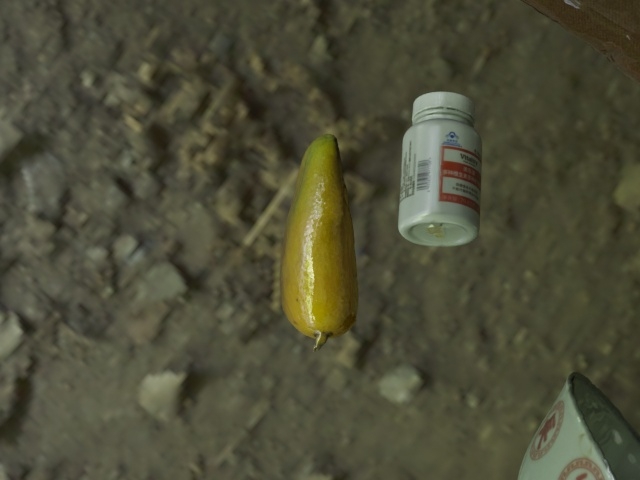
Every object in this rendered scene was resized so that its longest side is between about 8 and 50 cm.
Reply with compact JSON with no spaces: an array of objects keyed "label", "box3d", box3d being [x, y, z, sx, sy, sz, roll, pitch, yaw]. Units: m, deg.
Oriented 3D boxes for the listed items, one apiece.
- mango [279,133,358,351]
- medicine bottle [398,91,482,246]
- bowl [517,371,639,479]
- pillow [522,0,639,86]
[{"label":"mango","box3d":[0.000,0.000,1.486,0.101,0.066,0.187,87,5,-79]},{"label":"medicine bottle","box3d":[0.118,-0.070,1.763,0.079,0.079,0.140,31,56,-47]},{"label":"bowl","box3d":[0.280,0.308,1.764,0.157,0.337,0.337,-35,138,12]},{"label":"pillow","box3d":[0.217,-0.240,1.003,0.305,0.108,0.308,33,100,-15]}]
